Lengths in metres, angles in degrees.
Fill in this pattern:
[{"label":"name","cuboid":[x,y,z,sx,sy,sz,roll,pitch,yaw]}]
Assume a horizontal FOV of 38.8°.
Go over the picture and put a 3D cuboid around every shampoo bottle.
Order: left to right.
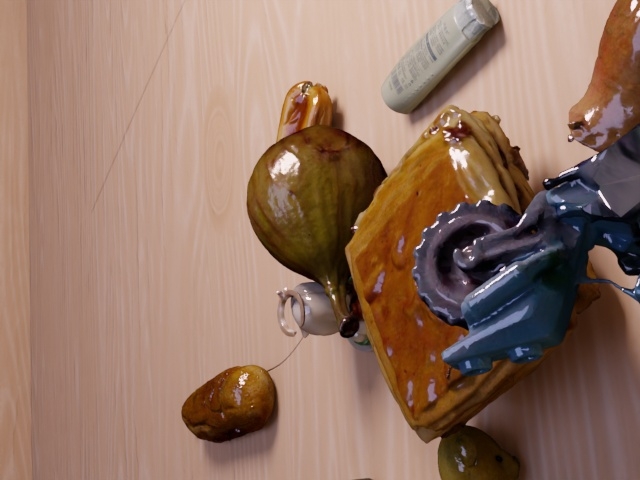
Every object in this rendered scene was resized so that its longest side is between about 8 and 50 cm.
[{"label":"shampoo bottle","cuboid":[0.156,-0.249,1.228,0.212,0.049,0.072,-39,53,50]}]

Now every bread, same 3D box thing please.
[{"label":"bread","cuboid":[-0.191,0.313,1.699,0.344,0.084,0.124,-31,62,53]},{"label":"bread","cuboid":[0.176,0.043,1.071,0.277,0.167,0.324,-51,45,42]}]

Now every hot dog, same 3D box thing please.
[{"label":"hot dog","cuboid":[-0.031,-0.138,1.494,0.100,0.068,0.249,34,119,41]}]

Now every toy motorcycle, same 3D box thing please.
[{"label":"toy motorcycle","cuboid":[0.287,0.028,0.801,0.416,0.172,0.232,-16,67,17]}]

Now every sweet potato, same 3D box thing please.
[{"label":"sweet potato","cuboid":[0.352,-0.227,0.855,0.131,0.131,0.336,50,128,46]}]

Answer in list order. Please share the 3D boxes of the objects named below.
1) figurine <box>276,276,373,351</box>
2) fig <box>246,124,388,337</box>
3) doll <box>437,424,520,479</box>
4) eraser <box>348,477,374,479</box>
[{"label":"figurine","cuboid":[0.012,0.104,1.332,0.132,0.154,0.132,-4,85,57]},{"label":"fig","cuboid":[0.000,0.000,1.269,0.217,0.217,0.320,-50,35,43]},{"label":"doll","cuboid":[0.209,0.320,1.099,0.137,0.097,0.209,109,142,-83]},{"label":"eraser","cuboid":[0.056,0.424,1.280,0.172,0.117,0.058,59,139,40]}]
